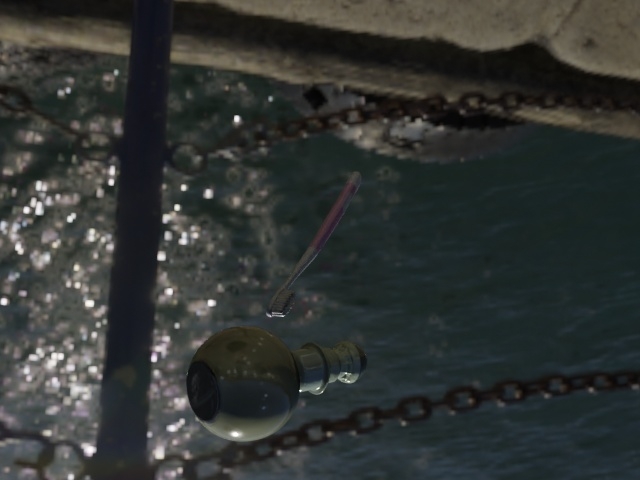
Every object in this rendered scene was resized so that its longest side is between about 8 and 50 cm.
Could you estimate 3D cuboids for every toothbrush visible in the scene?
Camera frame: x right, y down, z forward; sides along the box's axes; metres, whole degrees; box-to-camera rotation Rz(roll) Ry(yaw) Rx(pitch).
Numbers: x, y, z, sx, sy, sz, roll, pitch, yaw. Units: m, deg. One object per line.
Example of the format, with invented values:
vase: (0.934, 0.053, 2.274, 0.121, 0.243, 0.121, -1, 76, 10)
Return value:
toothbrush: (0.000, 0.000, 1.381, 0.025, 0.286, 0.020, 4, 130, 26)

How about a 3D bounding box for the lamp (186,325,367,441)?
lamp: (-0.027, 0.110, 0.884, 0.163, 0.091, 0.091, -5, 154, -37)
